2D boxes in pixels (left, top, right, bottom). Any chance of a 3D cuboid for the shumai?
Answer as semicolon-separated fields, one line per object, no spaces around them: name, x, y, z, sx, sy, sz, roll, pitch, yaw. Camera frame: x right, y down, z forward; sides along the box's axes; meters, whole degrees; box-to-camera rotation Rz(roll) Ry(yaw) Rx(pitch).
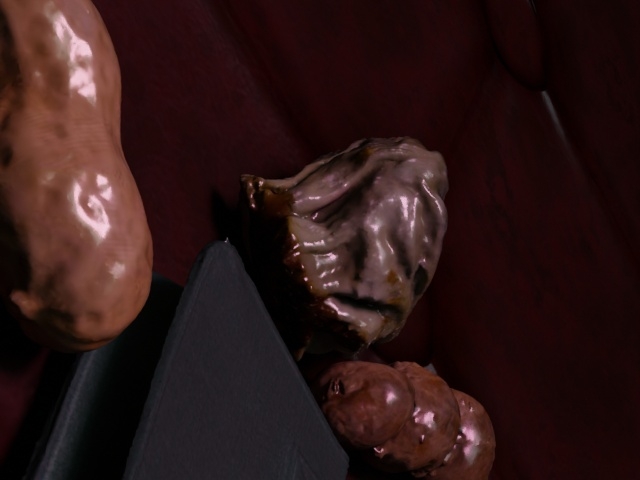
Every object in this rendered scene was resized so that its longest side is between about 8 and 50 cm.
shumai;-0.002;-0.002;1.280;0.142;0.184;0.184;9;62;-22

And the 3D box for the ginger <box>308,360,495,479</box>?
ginger;0.064;0.139;1.319;0.204;0.080;0.104;37;49;-48

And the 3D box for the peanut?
peanut;-0.162;-0.064;1.026;0.117;0.101;0.263;27;51;-65

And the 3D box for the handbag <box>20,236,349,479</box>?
handbag;-0.068;0.174;1.040;0.238;0.089;0.326;58;25;-30
